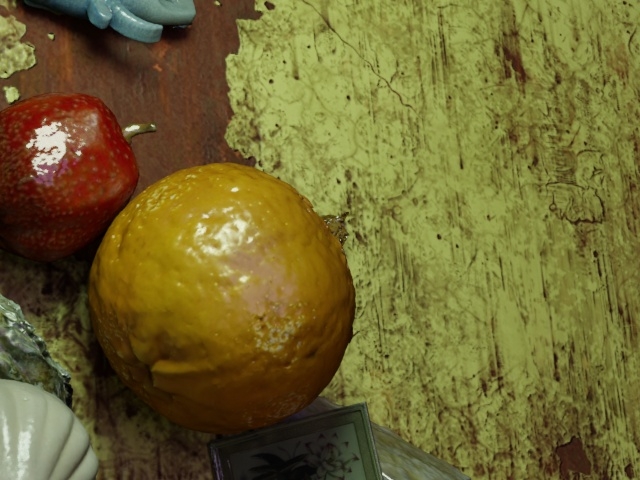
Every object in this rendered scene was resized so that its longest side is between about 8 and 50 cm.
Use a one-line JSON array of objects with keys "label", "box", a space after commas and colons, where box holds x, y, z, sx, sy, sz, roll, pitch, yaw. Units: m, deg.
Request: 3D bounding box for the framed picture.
[{"label": "framed picture", "box": [-0.026, 0.313, 1.929, 0.010, 0.231, 0.173, 12, 61, -66]}]

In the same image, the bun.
[{"label": "bun", "box": [-0.355, 0.300, 1.698, 0.263, 0.175, 0.263, -8, 108, -26]}]

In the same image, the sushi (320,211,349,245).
[{"label": "sushi", "box": [0.003, 0.002, 2.125, 0.061, 0.060, 0.118, 32, 60, -12]}]

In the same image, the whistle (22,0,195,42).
[{"label": "whistle", "box": [-0.291, -0.339, 2.045, 0.269, 0.093, 0.180, 5, 47, -30]}]

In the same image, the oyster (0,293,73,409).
[{"label": "oyster", "box": [-0.426, 0.130, 1.800, 0.162, 0.158, 0.351, -44, 111, 10]}]

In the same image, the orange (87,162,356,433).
[{"label": "orange", "box": [-0.127, 0.080, 1.857, 0.293, 0.340, 0.341, -40, 96, -34]}]

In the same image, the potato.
[{"label": "potato", "box": [0.033, 0.342, 2.018, 0.264, 0.189, 0.211, 33, 13, 20]}]

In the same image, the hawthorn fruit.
[{"label": "hawthorn fruit", "box": [-0.314, -0.089, 1.887, 0.253, 0.205, 0.205, -28, 89, -28]}]
